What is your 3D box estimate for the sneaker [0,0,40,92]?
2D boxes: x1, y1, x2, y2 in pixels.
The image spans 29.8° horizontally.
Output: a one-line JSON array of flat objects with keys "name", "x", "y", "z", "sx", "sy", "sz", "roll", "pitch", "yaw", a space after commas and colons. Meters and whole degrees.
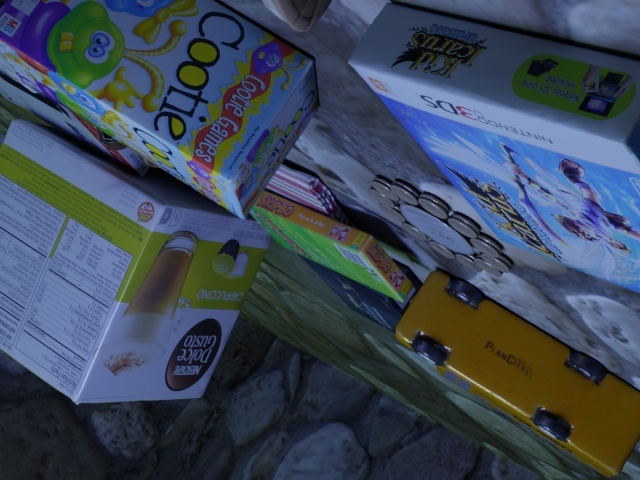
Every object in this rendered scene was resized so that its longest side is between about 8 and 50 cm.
[{"name": "sneaker", "x": -0.327, "y": -0.241, "z": 1.376, "sx": 0.129, "sy": 0.111, "sz": 0.297, "roll": 49, "pitch": 168, "yaw": -14}]

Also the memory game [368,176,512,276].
[{"name": "memory game", "x": 0.132, "y": -0.015, "z": 1.342, "sx": 0.186, "sy": 0.012, "sz": 0.186, "roll": 33, "pitch": 171, "yaw": 6}]

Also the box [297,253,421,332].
[{"name": "box", "x": 0.084, "y": 0.075, "z": 1.793, "sx": 0.183, "sy": 0.059, "sz": 0.233, "roll": 29, "pitch": 169, "yaw": 34}]

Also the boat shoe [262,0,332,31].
[{"name": "boat shoe", "x": -0.057, "y": -0.218, "z": 0.717, "sx": 0.092, "sy": 0.103, "sz": 0.285, "roll": 25, "pitch": 174, "yaw": 19}]

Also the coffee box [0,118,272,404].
[{"name": "coffee box", "x": -0.339, "y": 0.041, "z": 1.942, "sx": 0.338, "sy": 0.334, "sz": 0.337, "roll": 28, "pitch": -172, "yaw": 28}]

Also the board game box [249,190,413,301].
[{"name": "board game box", "x": 0.000, "y": 0.000, "z": 1.605, "sx": 0.259, "sy": 0.039, "sz": 0.124, "roll": 21, "pitch": 160, "yaw": 43}]

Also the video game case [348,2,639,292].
[{"name": "video game case", "x": 0.180, "y": -0.050, "z": 0.875, "sx": 0.244, "sy": 0.061, "sz": 0.269, "roll": 25, "pitch": 168, "yaw": 44}]

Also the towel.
[{"name": "towel", "x": -0.024, "y": -0.059, "z": 1.600, "sx": 0.144, "sy": 0.029, "sz": 0.197, "roll": 26, "pitch": 165, "yaw": 35}]

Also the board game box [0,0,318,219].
[{"name": "board game box", "x": -0.155, "y": -0.164, "z": 1.162, "sx": 0.275, "sy": 0.144, "sz": 0.142, "roll": 32, "pitch": 170, "yaw": 8}]

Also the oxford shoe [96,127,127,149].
[{"name": "oxford shoe", "x": -0.234, "y": -0.152, "z": 1.428, "sx": 0.082, "sy": 0.096, "sz": 0.227, "roll": 13, "pitch": -174, "yaw": 10}]

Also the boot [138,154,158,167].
[{"name": "boot", "x": -0.145, "y": -0.135, "z": 1.414, "sx": 0.115, "sy": 0.112, "sz": 0.305, "roll": 23, "pitch": 168, "yaw": 0}]

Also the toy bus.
[{"name": "toy bus", "x": 0.261, "y": 0.172, "z": 1.556, "sx": 0.332, "sy": 0.108, "sz": 0.130, "roll": 31, "pitch": 172, "yaw": 11}]

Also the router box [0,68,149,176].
[{"name": "router box", "x": -0.405, "y": -0.251, "z": 1.726, "sx": 0.301, "sy": 0.082, "sz": 0.335, "roll": 29, "pitch": 169, "yaw": 25}]
